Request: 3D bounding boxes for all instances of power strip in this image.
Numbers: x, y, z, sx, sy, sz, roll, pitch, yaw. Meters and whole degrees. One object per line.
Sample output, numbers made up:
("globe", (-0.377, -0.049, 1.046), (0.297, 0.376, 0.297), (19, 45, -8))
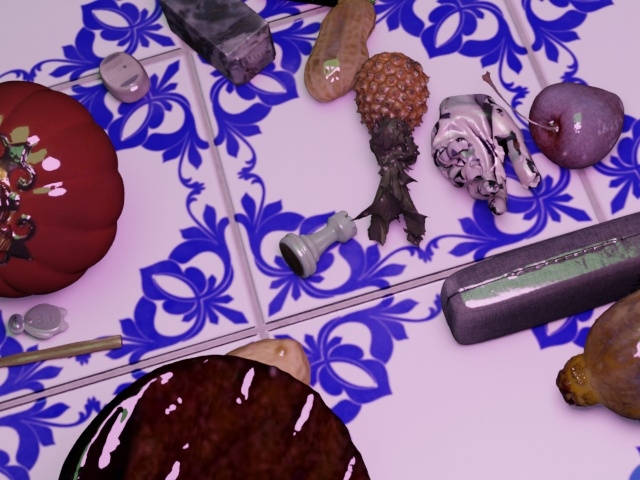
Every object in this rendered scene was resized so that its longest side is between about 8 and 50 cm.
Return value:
("power strip", (-0.398, 0.117, 1.816), (0.083, 0.035, 0.055), (-6, 61, -10))

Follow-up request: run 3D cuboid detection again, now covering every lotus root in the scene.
("lotus root", (0.447, 0.136, 1.621), (0.309, 0.173, 0.173), (-25, 62, -2))

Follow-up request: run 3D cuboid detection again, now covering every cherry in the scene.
("cherry", (0.345, -0.188, 1.819), (0.148, 0.115, 0.188), (-35, 62, -3))

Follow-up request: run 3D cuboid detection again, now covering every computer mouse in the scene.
("computer mouse", (-0.300, -0.248, 1.984), (0.066, 0.039, 0.096), (-34, 56, -11))

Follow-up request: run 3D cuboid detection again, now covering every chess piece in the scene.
("chess piece", (0.000, 0.000, 1.802), (0.103, 0.067, 0.067), (-34, 63, -19))

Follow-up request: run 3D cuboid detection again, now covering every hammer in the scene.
("hammer", (-0.373, 0.161, 1.795), (0.198, 0.013, 0.062), (-10, 62, 3))

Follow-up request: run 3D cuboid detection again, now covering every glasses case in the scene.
("glasses case", (0.317, 0.049, 1.689), (0.323, 0.131, 0.074), (-18, 65, -1))

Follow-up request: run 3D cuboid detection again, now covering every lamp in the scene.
("lamp", (-0.420, -0.070, 1.779), (0.303, 0.257, 0.303), (3, 100, 18))

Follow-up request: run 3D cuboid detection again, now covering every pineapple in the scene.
("pineapple", (0.100, -0.127, 1.828), (0.119, 0.130, 0.277), (13, 59, -19))

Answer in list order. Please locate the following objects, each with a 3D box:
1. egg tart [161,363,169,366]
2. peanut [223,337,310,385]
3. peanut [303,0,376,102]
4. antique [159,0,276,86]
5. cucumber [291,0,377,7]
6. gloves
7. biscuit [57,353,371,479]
("egg tart", (-0.189, 0.205, 1.732), (0.105, 0.039, 0.105), (-3, 64, 7))
("peanut", (-0.139, 0.240, 1.650), (0.147, 0.148, 0.319), (38, 61, 23))
("peanut", (0.035, -0.292, 1.933), (0.093, 0.083, 0.194), (16, 65, 15))
("antique", (-0.153, -0.326, 1.975), (0.086, 0.088, 0.183), (-42, 66, -13))
("cucumber", (-0.017, -0.392, 2.007), (0.220, 0.070, 0.046), (9, 94, 14))
("gloves", (0.224, -0.111, 1.802), (0.127, 0.111, 0.212), (12, 54, -23))
("biscuit", (-0.122, 0.339, 1.518), (0.407, 0.091, 0.408), (5, 79, -25))
